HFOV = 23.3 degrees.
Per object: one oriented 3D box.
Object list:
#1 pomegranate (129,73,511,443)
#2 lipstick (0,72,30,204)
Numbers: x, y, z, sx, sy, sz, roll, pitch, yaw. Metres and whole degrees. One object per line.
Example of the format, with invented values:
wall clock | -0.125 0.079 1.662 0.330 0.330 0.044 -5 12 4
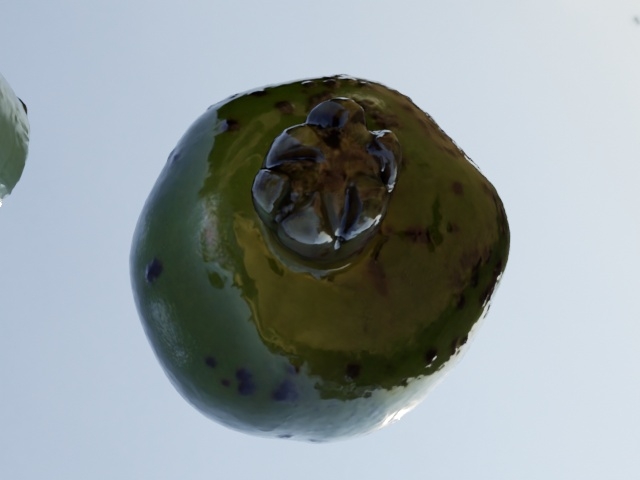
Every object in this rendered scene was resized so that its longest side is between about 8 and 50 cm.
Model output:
pomegranate | 0.000 0.000 0.785 0.202 0.202 0.248 60 165 12
lipstick | -0.163 -0.077 0.513 0.076 0.076 0.304 61 175 14
